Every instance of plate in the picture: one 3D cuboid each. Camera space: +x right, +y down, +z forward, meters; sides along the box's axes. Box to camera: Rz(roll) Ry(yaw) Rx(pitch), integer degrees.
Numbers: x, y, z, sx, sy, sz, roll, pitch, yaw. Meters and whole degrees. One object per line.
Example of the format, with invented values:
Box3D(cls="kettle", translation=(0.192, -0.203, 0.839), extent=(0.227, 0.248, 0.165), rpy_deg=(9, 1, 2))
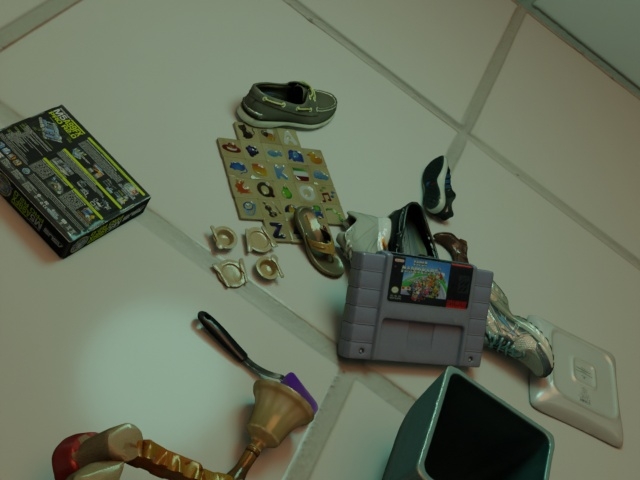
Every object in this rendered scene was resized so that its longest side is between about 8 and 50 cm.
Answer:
Box3D(cls="plate", translation=(0.630, 0.332, 1.976), extent=(0.277, 0.045, 0.278), rpy_deg=(27, 45, -15))

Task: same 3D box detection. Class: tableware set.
Box3D(cls="tableware set", translation=(-0.155, 0.029, 1.690), extent=(0.169, 0.020, 0.141), rpy_deg=(-4, 61, -34))

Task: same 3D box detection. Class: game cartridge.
Box3D(cls="game cartridge", translation=(0.213, 0.149, 1.738), extent=(0.355, 0.068, 0.230), rpy_deg=(8, 94, -29))

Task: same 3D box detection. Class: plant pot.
Box3D(cls="plant pot", translation=(0.232, 0.431, 1.466), extent=(0.248, 0.252, 0.247), rpy_deg=(35, 44, -6))

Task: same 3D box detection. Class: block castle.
Box3D(cls="block castle", translation=(-0.281, 0.503, 1.091), extent=(0.303, 0.213, 0.453), rpy_deg=(33, 49, -25))

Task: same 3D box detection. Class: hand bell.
Box3D(cls="hand bell", translation=(-0.121, 0.371, 1.397), extent=(0.126, 0.126, 0.242), rpy_deg=(37, 54, -3))

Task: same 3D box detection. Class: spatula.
Box3D(cls="spatula", translation=(-0.122, 0.236, 1.540), extent=(0.296, 0.030, 0.084), rpy_deg=(39, 29, 2))

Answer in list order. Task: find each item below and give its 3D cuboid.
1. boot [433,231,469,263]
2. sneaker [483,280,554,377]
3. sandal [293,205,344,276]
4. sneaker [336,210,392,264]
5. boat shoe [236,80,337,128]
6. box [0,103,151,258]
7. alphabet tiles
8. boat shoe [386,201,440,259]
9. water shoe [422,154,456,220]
Box3D(cls="boot", translation=(0.331, 0.040, 2.018), extent=(0.106, 0.037, 0.114), rpy_deg=(16, 53, -21))
Box3D(cls="sneaker", translation=(0.418, 0.223, 1.895), extent=(0.122, 0.110, 0.283), rpy_deg=(-34, 73, -31))
Box3D(cls="sandal", translation=(0.000, 0.000, 1.795), extent=(0.072, 0.049, 0.180), rpy_deg=(-22, 84, -38))
Box3D(cls="sneaker", translation=(0.089, 0.036, 1.820), extent=(0.121, 0.099, 0.262), rpy_deg=(17, 41, -10))
Box3D(cls="boat shoe", translation=(-0.064, -0.343, 2.008), extent=(0.305, 0.091, 0.109), rpy_deg=(-11, 55, -42))
Box3D(cls="box", translation=(-0.496, -0.119, 1.554), extent=(0.270, 0.060, 0.216), rpy_deg=(45, 43, 5))
Box3D(cls="alphabet tiles", translation=(-0.088, -0.135, 1.886), extent=(0.285, 0.011, 0.342), rpy_deg=(2, 55, -33))
Box3D(cls="boat shoe", translation=(0.227, 0.053, 1.874), extent=(0.127, 0.113, 0.340), rpy_deg=(18, 48, -24))
Box3D(cls="water shoe", translation=(0.316, -0.135, 2.138), extent=(0.080, 0.073, 0.203), rpy_deg=(42, 42, -31))
